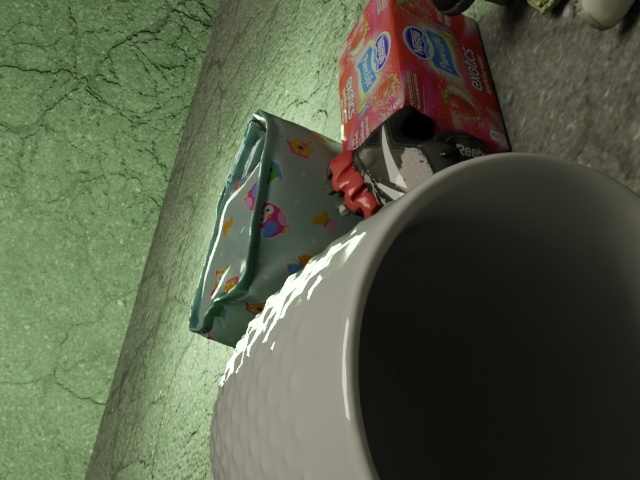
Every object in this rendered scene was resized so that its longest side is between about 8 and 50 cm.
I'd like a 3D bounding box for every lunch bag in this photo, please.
[{"bbox_3d":[0.000,0.000,1.025,0.160,0.223,0.262,-45,30,51],"label":"lunch bag"}]

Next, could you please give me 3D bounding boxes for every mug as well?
[{"bbox_3d":[0.082,0.172,0.633,0.328,0.276,0.374,-35,71,59],"label":"mug"}]

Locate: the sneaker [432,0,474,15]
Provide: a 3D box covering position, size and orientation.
[{"bbox_3d":[0.123,-0.354,0.991,0.087,0.130,0.227,11,91,60],"label":"sneaker"}]

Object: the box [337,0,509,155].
[{"bbox_3d":[0.103,-0.157,1.046,0.122,0.128,0.257,-55,24,37],"label":"box"}]

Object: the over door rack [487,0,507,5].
[{"bbox_3d":[0.205,-0.440,1.110,0.239,0.108,0.324,-60,36,28],"label":"over door rack"}]

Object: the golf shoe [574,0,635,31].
[{"bbox_3d":[0.272,-0.259,0.792,0.176,0.069,0.086,-69,25,7],"label":"golf shoe"}]

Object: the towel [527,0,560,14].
[{"bbox_3d":[0.247,-0.304,0.955,0.148,0.027,0.110,-62,20,26],"label":"towel"}]

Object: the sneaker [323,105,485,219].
[{"bbox_3d":[0.113,-0.017,0.840,0.135,0.098,0.276,-50,51,20],"label":"sneaker"}]
